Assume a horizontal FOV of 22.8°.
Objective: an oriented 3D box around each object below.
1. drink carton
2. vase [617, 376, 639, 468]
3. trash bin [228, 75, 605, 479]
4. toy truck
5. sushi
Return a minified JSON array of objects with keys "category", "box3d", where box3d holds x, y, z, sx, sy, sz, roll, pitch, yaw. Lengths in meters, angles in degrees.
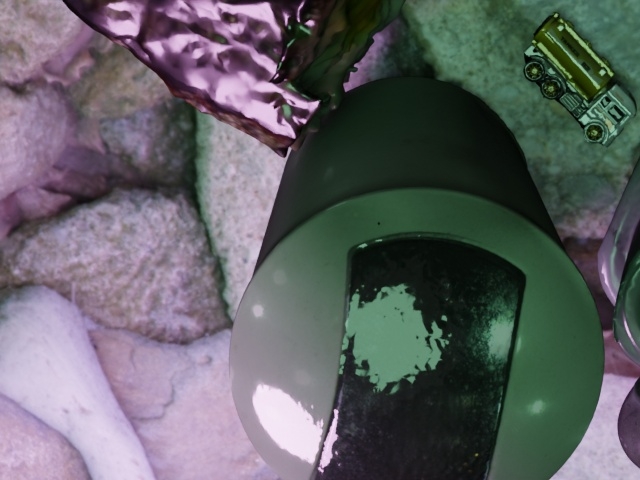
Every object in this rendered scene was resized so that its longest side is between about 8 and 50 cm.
[{"category":"drink carton","box3d":[0.342,0.038,1.399,0.185,0.189,0.191,23,111,3]},{"category":"vase","box3d":[0.349,0.206,1.490,0.120,0.120,0.183,-11,116,19]},{"category":"trash bin","box3d":[0.075,0.039,1.317,0.280,0.432,0.280,1,112,1]},{"category":"toy truck","box3d":[0.235,-0.145,1.444,0.123,0.052,0.063,46,106,1]},{"category":"sushi","box3d":[-0.055,-0.271,1.367,0.294,0.299,0.281,34,141,7]}]
